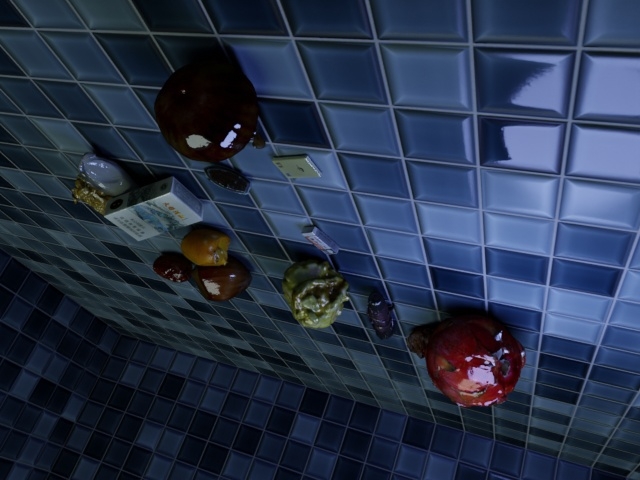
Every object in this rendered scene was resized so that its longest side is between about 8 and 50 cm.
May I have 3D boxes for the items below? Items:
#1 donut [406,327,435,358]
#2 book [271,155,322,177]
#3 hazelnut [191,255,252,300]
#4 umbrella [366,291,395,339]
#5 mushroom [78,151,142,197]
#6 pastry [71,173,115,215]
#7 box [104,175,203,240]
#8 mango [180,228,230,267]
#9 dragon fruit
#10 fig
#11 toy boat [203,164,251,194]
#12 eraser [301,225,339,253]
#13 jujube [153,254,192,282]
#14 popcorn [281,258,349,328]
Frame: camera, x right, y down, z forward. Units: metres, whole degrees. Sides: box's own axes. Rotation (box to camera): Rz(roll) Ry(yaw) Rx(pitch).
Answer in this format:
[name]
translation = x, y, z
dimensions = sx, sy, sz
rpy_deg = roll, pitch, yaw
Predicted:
[donut]
translation = 0.425, 0.379, 2.112
dimensions = 0.112, 0.151, 0.295
rpy_deg = -2, -157, -25
[book]
translation = -0.059, -0.185, 1.492
dimensions = 0.111, 0.014, 0.077
rpy_deg = 2, 151, 36
[hazelnut]
translation = -0.368, 0.137, 2.222
dimensions = 0.181, 0.181, 0.212
rpy_deg = 47, 158, 14
[umbrella]
translation = 0.211, 0.267, 2.105
dimensions = 0.094, 0.090, 0.326
rpy_deg = 14, 154, 23
[mushroom]
translation = -0.626, -0.164, 1.884
dimensions = 0.109, 0.097, 0.351
rpy_deg = -1, 150, 35
[pastry]
translation = -0.724, -0.142, 1.992
dimensions = 0.154, 0.102, 0.250
rpy_deg = -3, 148, 44
[box]
translation = -0.517, -0.094, 1.853
dimensions = 0.257, 0.069, 0.164
rpy_deg = -16, 145, 21
[mango]
translation = -0.401, 0.028, 2.060
dimensions = 0.154, 0.126, 0.252
rpy_deg = 23, 166, -36
[dragon fruit]
translation = 0.482, 0.378, 1.872
dimensions = 0.296, 0.295, 0.302
rpy_deg = 36, 162, -28
[fig]
translation = -0.201, -0.267, 1.301
dimensions = 0.217, 0.216, 0.321
rpy_deg = 8, 180, 25
[toy boat]
translation = -0.258, -0.170, 1.636
dimensions = 0.140, 0.059, 0.066
rpy_deg = 22, -178, -6
[eraser]
translation = 0.000, 0.000, 1.801
dimensions = 0.052, 0.029, 0.122
rpy_deg = -7, 144, 45
[jujube]
translation = -0.602, 0.113, 2.405
dimensions = 0.176, 0.109, 0.112
rpy_deg = 9, 119, 30
[popcorn]
translation = -0.012, 0.173, 1.946
dimensions = 0.259, 0.212, 0.259
rpy_deg = 54, 161, 29
